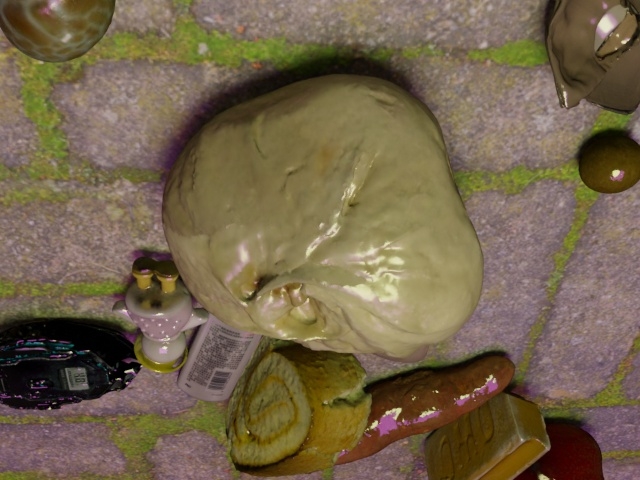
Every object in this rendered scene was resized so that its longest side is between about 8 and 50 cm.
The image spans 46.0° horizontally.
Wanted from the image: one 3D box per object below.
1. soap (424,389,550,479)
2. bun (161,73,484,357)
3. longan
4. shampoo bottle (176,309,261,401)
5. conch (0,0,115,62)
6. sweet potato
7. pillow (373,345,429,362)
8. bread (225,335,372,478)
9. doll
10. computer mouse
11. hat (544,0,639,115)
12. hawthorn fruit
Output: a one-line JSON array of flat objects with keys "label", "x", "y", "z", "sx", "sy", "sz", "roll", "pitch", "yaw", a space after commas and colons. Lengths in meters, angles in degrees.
[{"label": "soap", "x": 0.262, "y": 0.329, "z": 1.217, "sx": 0.073, "sy": 0.140, "sz": 0.232, "roll": 18, "pitch": 129, "yaw": -21}, {"label": "bun", "x": 0.000, "y": 0.000, "z": 0.806, "sx": 0.361, "sy": 0.213, "sz": 0.361, "roll": 8, "pitch": 124, "yaw": 12}, {"label": "longan", "x": 0.343, "y": -0.088, "z": 0.888, "sx": 0.075, "sy": 0.075, "sz": 0.083, "roll": -18, "pitch": 173, "yaw": 12}, {"label": "shampoo bottle", "x": -0.135, "y": 0.142, "z": 1.066, "sx": 0.086, "sy": 0.056, "sz": 0.227, "roll": 17, "pitch": 130, "yaw": -12}, {"label": "conch", "x": -0.247, "y": -0.224, "z": 0.686, "sx": 0.116, "sy": 0.106, "sz": 0.173, "roll": 39, "pitch": 136, "yaw": -12}, {"label": "sweet potato", "x": 0.133, "y": 0.260, "z": 1.177, "sx": 0.354, "sy": 0.106, "sz": 0.095, "roll": -24, "pitch": 96, "yaw": 0}, {"label": "pillow", "x": 0.089, "y": 0.060, "z": 1.000, "sx": 0.173, "sy": 0.067, "sz": 0.270, "roll": 7, "pitch": 130, "yaw": -6}, {"label": "bread", "x": -0.044, "y": 0.242, "z": 1.088, "sx": 0.124, "sy": 0.186, "sz": 0.257, "roll": 8, "pitch": 139, "yaw": -35}, {"label": "doll", "x": -0.214, "y": 0.108, "z": 1.013, "sx": 0.129, "sy": 0.081, "sz": 0.207, "roll": 6, "pitch": 135, "yaw": 0}, {"label": "computer mouse", "x": -0.372, "y": 0.166, "z": 1.055, "sx": 0.241, "sy": 0.078, "sz": 0.146, "roll": 1, "pitch": 133, "yaw": -10}, {"label": "hat", "x": 0.300, "y": -0.202, "z": 0.782, "sx": 0.175, "sy": 0.085, "sz": 0.147, "roll": 12, "pitch": 124, "yaw": -46}, {"label": "hawthorn fruit", "x": 0.381, "y": 0.389, "z": 1.278, "sx": 0.188, "sy": 0.169, "sz": 0.169, "roll": 12, "pitch": 131, "yaw": -12}]
